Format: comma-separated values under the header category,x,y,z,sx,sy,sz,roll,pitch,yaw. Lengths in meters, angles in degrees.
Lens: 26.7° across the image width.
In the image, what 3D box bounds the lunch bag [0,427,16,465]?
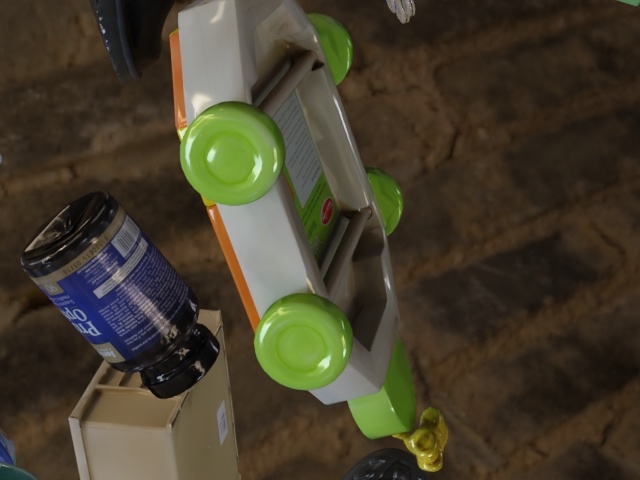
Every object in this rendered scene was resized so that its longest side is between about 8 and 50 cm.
category,x,y,z,sx,sy,sz,roll,pitch,yaw
lunch bag,-0.514,0.254,1.559,0.303,0.243,0.115,47,178,-15

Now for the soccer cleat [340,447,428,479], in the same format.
category,x,y,z,sx,sy,sz,roll,pitch,yaw
soccer cleat,0.014,0.349,1.336,0.108,0.318,0.116,21,180,-6

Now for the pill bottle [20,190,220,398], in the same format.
category,x,y,z,sx,sy,sz,roll,pitch,yaw
pill bottle,-0.208,0.063,1.452,0.123,0.219,0.123,-31,-156,15

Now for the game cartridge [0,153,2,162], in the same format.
category,x,y,z,sx,sy,sz,roll,pitch,yaw
game cartridge,-0.535,-0.108,2.115,0.056,0.083,0.017,-17,-111,-53

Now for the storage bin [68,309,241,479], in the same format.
category,x,y,z,sx,sy,sz,roll,pitch,yaw
storage bin,-0.194,0.254,1.693,0.123,0.262,0.260,2,-150,12

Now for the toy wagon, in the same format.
category,x,y,z,sx,sy,sz,roll,pitch,yaw
toy wagon,0.000,0.000,0.876,0.068,0.344,0.267,-15,-163,16

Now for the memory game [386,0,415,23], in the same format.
category,x,y,z,sx,sy,sz,roll,pitch,yaw
memory game,0.086,-0.372,1.745,0.012,0.186,0.186,-18,-138,-7

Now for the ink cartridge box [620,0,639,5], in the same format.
category,x,y,z,sx,sy,sz,roll,pitch,yaw
ink cartridge box,0.296,-0.354,1.326,0.160,0.219,0.092,13,-131,-19

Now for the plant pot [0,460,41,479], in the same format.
category,x,y,z,sx,sy,sz,roll,pitch,yaw
plant pot,-0.410,0.388,1.373,0.272,0.255,0.271,2,-166,0

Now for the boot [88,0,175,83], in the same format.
category,x,y,z,sx,sy,sz,roll,pitch,yaw
boot,-0.147,-0.325,1.594,0.260,0.348,0.131,-16,-113,-10
